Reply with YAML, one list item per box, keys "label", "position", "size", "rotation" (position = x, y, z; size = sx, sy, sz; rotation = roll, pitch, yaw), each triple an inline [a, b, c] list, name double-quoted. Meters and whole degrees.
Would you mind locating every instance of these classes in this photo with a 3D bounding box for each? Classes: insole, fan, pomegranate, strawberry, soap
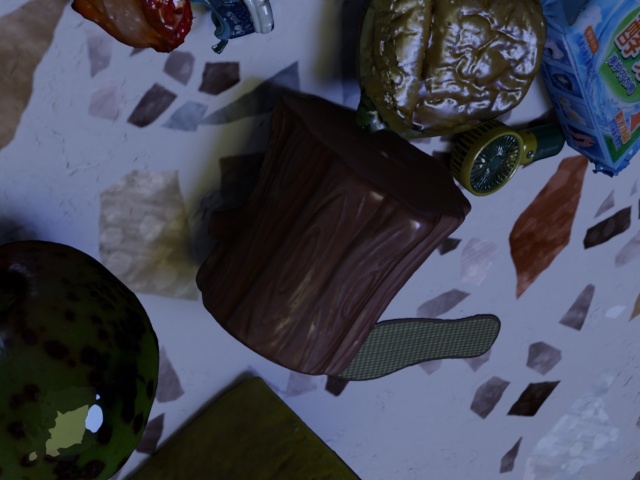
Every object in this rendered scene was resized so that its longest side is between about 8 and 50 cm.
- label: "insole"
  position: [0.113, 0.121, 2.078]
  size: [0.253, 0.005, 0.086]
  rotation: [-7, 128, -36]
- label: "fan"
  position: [0.204, -0.098, 1.942]
  size: [0.155, 0.039, 0.082]
  rotation: [-14, 131, -36]
- label: "pomegranate"
  position: [-0.268, 0.152, 1.615]
  size: [0.242, 0.242, 0.306]
  rotation: [-11, 135, -33]
- label: "strawberry"
  position: [-0.160, -0.233, 1.463]
  size: [0.082, 0.121, 0.188]
  rotation: [-52, 144, -22]
- label: "soap"
  position: [0.305, -0.201, 1.891]
  size: [0.156, 0.077, 0.293]
  rotation: [-49, 141, -13]

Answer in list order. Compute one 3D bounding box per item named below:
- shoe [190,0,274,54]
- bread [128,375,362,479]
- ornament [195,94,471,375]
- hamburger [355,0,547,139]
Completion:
- label: "shoe"
  position: [-0.095, -0.229, 1.571]
  size: [0.071, 0.064, 0.143]
  rotation: [-27, 135, 8]
- label: "bread"
  position: [-0.007, 0.352, 1.903]
  size: [0.245, 0.361, 0.233]
  rotation: [-43, 141, -5]
- label: "ornament"
  position: [0.000, 0.000, 1.743]
  size: [0.221, 0.235, 0.217]
  rotation: [26, 110, -23]
- label: "hamburger"
  position: [0.126, -0.187, 1.720]
  size: [0.206, 0.130, 0.183]
  rotation: [-11, 118, -41]
